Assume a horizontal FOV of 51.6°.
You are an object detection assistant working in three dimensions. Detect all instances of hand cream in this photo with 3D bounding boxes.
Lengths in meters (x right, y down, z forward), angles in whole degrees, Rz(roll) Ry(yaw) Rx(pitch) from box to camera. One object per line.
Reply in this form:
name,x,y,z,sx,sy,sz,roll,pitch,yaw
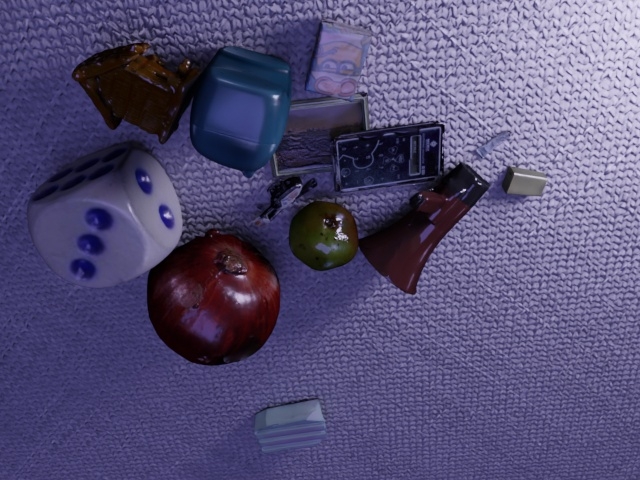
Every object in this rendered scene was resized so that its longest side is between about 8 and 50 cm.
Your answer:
hand cream,0.418,-0.234,1.588,0.093,0.019,0.030,-34,120,28

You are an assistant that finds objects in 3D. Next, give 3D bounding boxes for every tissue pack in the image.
tissue pack,-0.166,-0.269,1.383,0.198,0.287,0.206,14,118,-9
tissue pack,0.036,-0.393,1.441,0.115,0.065,0.155,13,124,-8

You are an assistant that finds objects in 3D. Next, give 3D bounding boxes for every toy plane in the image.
toy plane,-0.102,-0.097,1.643,0.197,0.053,0.078,-41,145,20

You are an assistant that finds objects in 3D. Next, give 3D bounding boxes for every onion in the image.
onion,-0.264,0.159,1.641,0.341,0.341,0.341,-1,124,-1

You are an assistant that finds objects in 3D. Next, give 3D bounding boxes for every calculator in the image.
calculator,0.162,-0.196,1.585,0.274,0.028,0.166,-9,124,-3

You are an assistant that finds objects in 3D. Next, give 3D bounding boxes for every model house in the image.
model house,-0.381,-0.331,1.386,0.229,0.199,0.220,26,128,-16

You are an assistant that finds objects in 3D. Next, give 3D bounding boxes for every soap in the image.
soap,-0.088,0.583,2.085,0.230,0.091,0.145,-10,127,5

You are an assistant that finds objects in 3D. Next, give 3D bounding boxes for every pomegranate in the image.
pomegranate,0.000,0.000,1.657,0.180,0.180,0.210,18,151,-13

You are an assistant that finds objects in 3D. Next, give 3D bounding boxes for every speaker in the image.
speaker,0.232,-0.055,1.602,0.259,0.198,0.329,19,117,-38

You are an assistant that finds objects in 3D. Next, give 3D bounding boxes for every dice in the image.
dice,-0.499,-0.057,1.555,0.259,0.243,0.251,-17,123,14

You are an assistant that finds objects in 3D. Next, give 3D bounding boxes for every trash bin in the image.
trash bin,0.505,-0.144,1.632,0.092,0.043,0.061,7,124,-7

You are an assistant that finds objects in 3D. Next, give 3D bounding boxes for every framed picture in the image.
framed picture,-0.005,-0.244,1.571,0.252,0.014,0.197,-6,124,3
